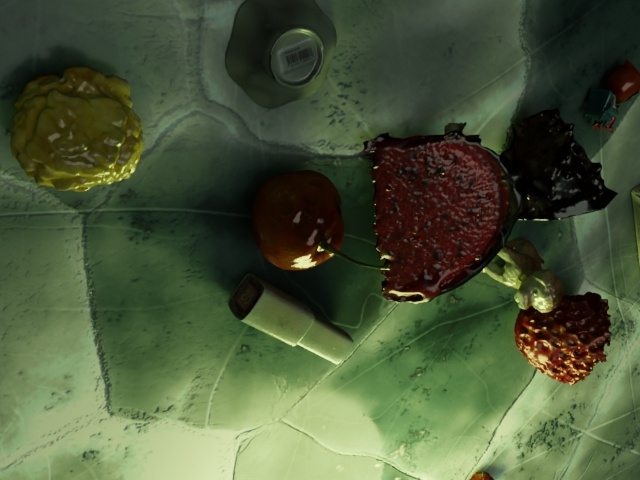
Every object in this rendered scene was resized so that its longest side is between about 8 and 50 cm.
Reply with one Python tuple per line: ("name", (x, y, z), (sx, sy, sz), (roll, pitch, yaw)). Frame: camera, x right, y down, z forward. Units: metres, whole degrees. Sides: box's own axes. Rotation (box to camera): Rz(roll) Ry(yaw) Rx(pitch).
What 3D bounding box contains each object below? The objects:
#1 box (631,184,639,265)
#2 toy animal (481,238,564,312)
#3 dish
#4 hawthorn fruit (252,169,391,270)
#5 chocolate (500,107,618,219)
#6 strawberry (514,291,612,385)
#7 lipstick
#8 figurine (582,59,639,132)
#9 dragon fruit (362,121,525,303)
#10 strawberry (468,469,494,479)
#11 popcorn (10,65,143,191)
("box", (0.817, 0.010, 1.717), (0.091, 0.221, 0.274), (-32, 128, -9))
("toy animal", (0.448, 0.075, 1.563), (0.184, 0.185, 0.104), (4, 111, -31))
("dish", (-0.047, -0.285, 1.164), (0.191, 0.066, 0.190), (-14, 122, -23))
("hawthorn fruit", (0.000, 0.000, 1.207), (0.165, 0.285, 0.165), (-22, 133, -25))
("chocolate", (0.417, -0.152, 1.423), (0.206, 0.224, 0.177), (-32, 116, -48))
("strawberry", (0.519, 0.198, 1.705), (0.178, 0.234, 0.234), (22, 105, -7))
("lipstick", (-0.047, 0.148, 1.389), (0.253, 0.079, 0.077), (32, 96, -39))
("figurine", (0.583, -0.291, 1.522), (0.075, 0.068, 0.140), (29, 93, -34))
("dragon fruit", (0.225, -0.053, 1.393), (0.282, 0.100, 0.343), (-3, 116, 4))
("strawberry", (0.397, 0.624, 1.892), (0.106, 0.106, 0.106), (-13, 121, -23))
("popcorn", (-0.325, -0.147, 1.032), (0.180, 0.170, 0.180), (-5, 125, -7))
